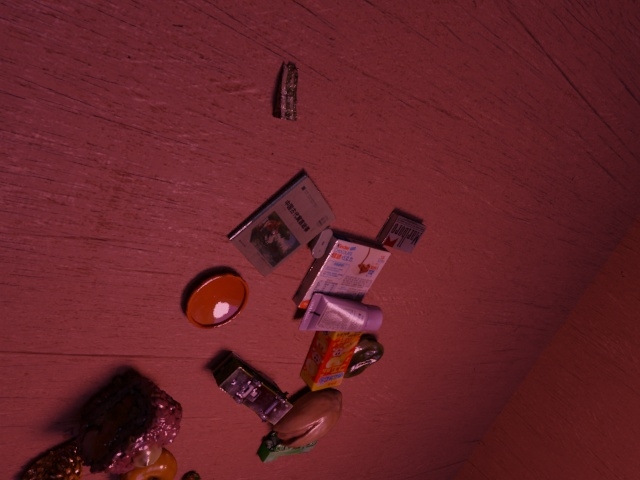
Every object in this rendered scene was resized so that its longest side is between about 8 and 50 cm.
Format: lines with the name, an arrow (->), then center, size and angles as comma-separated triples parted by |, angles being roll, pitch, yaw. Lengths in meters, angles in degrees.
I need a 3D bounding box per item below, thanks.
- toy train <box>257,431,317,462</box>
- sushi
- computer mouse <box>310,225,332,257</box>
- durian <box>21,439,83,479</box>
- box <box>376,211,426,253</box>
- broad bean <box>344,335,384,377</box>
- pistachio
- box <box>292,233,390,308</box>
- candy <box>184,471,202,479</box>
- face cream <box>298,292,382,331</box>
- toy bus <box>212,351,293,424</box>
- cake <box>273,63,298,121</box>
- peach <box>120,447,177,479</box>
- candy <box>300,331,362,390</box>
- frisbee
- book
toy train -> -0.121, 0.796, 2.195 | 0.251, 0.085, 0.119 | 12, 118, -42
sushi -> -0.520, 0.521, 1.550 | 0.270, 0.236, 0.170 | -42, 146, -11
computer mouse -> 0.000, 0.000, 1.725 | 0.056, 0.032, 0.110 | 23, 95, -47
durian -> -0.754, 0.695, 1.581 | 0.187, 0.153, 0.260 | 2, 114, -12
box -> 0.280, -0.024, 1.932 | 0.178, 0.036, 0.115 | 18, 108, -46
broad bean -> 0.145, 0.445, 2.149 | 0.207, 0.072, 0.153 | -30, 123, -16
pistachio -> -0.037, 0.652, 2.096 | 0.293, 0.181, 0.162 | -34, 99, -19
box -> 0.074, 0.118, 1.861 | 0.273, 0.048, 0.264 | 15, 112, -44
candy -> -0.484, 0.896, 1.999 | 0.060, 0.060, 0.201 | 14, 119, -44
face cream -> 0.072, 0.250, 1.875 | 0.274, 0.096, 0.154 | 10, 121, -28
toy bus -> -0.222, 0.476, 1.831 | 0.113, 0.139, 0.301 | -44, 130, -4
cake -> -0.078, -0.357, 1.378 | 0.051, 0.055, 0.140 | -5, 122, -30
peach -> -0.542, 0.738, 1.785 | 0.179, 0.103, 0.179 | -23, 136, -25
candy -> 0.040, 0.400, 2.019 | 0.146, 0.088, 0.276 | -1, 122, -41
frisbee -> -0.295, 0.169, 1.606 | 0.192, 0.035, 0.192 | -21, 131, -26
book -> -0.105, -0.039, 1.615 | 0.283, 0.025, 0.215 | -41, 137, -4
